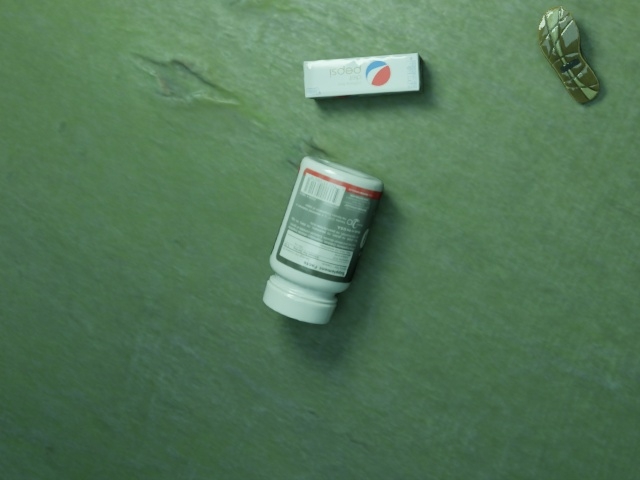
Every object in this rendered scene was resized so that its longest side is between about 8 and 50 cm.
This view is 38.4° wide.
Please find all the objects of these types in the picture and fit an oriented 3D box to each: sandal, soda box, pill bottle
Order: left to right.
[{"bbox_3d":[0.000,0.000,1.712,0.161,0.161,0.283,20,100,10],"label":"pill bottle"},{"bbox_3d":[0.080,-0.304,1.711,0.216,0.074,0.069,-1,95,12],"label":"soda box"},{"bbox_3d":[0.442,-0.331,1.645,0.072,0.049,0.180,-26,104,19],"label":"sandal"}]
